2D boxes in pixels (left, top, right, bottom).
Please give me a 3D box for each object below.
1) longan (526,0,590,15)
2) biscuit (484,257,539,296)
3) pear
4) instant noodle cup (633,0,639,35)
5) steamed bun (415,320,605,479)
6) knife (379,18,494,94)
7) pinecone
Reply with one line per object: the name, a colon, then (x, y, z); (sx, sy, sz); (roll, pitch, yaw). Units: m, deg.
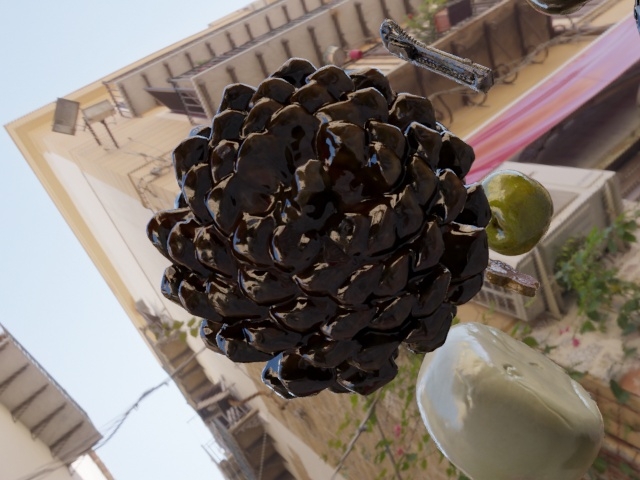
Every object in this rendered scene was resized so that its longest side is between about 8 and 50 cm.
longan: (0.510, -0.575, 1.205); (0.197, 0.212, 0.198); (2, -64, 5)
biscuit: (0.394, 0.067, 1.353); (0.184, 0.248, 0.035); (-15, -51, -65)
pear: (0.632, -0.094, 1.891); (0.294, 0.294, 0.295); (-12, -70, -34)
instant noodle cup: (1.028, -0.677, 1.613); (0.302, 0.181, 0.259); (-71, -30, -60)
steamed bun: (0.319, 0.314, 1.051); (0.233, 0.311, 0.334); (-63, -12, 14)
knife: (0.271, -0.448, 1.394); (0.043, 0.365, 0.089); (-39, -35, -18)
pinecone: (0.000, 0.000, 0.717); (0.397, 0.397, 0.398); (-12, -70, -34)
